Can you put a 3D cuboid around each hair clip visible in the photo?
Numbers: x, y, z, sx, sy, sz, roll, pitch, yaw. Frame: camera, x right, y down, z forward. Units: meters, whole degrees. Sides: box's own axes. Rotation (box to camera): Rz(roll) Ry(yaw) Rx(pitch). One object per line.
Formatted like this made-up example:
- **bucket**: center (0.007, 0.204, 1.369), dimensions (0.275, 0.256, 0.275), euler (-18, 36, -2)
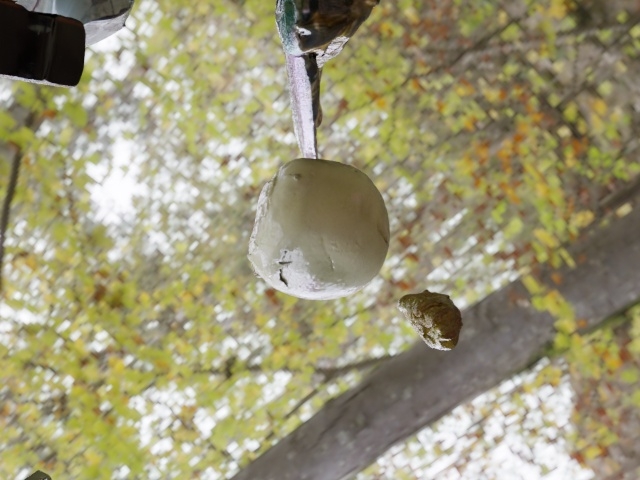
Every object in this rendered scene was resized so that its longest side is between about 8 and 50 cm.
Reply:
- **hair clip**: center (-0.008, -0.156, 1.316), dimensions (0.095, 0.359, 0.110), euler (-38, -99, -14)

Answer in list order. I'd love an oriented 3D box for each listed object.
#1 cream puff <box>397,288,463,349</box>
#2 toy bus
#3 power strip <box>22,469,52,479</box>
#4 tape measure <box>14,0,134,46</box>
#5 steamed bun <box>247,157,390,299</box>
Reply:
- **cream puff**: center (0.135, 0.089, 1.630), dimensions (0.083, 0.058, 0.083), euler (49, 180, -4)
- **toy bus**: center (-0.422, -0.236, 1.512), dimensions (0.408, 0.092, 0.093), euler (5, -86, -57)
- **power strip**: center (-0.254, 0.236, 1.160), dimensions (0.016, 0.090, 0.040), euler (27, -165, 11)
- **tape measure**: center (-0.339, -0.373, 1.777), dimensions (0.147, 0.275, 0.256), euler (-19, -68, -37)
- **steamed bun**: center (0.000, 0.000, 1.113), dimensions (0.112, 0.130, 0.091), euler (16, -131, -12)
